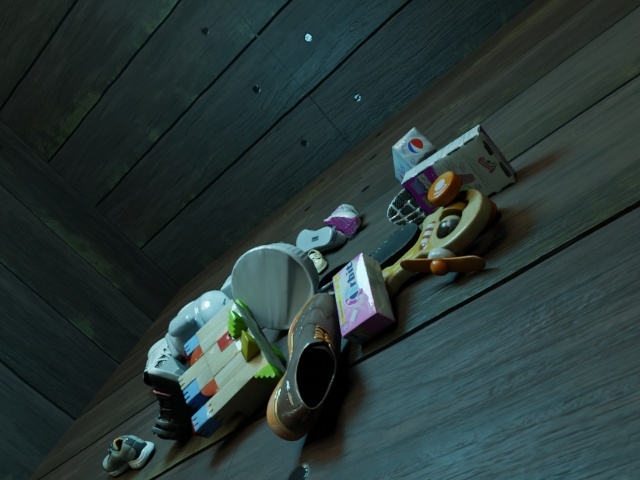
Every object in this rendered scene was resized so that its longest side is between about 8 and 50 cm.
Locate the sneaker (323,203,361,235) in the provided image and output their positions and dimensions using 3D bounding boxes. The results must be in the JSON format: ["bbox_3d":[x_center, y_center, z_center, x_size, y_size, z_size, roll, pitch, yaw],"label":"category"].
[{"bbox_3d":[0.098,-0.092,1.816,0.111,0.103,0.252,-47,15,-11],"label":"sneaker"}]

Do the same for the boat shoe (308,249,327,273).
[{"bbox_3d":[-0.019,0.075,1.727,0.063,0.059,0.170,-43,14,1],"label":"boat shoe"}]

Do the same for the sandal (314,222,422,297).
[{"bbox_3d":[0.086,0.098,1.263,0.446,0.107,0.167,-45,14,-9],"label":"sandal"}]

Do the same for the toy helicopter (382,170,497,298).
[{"bbox_3d":[0.245,0.031,1.070,0.355,0.140,0.234,-47,19,31],"label":"toy helicopter"}]

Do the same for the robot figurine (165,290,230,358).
[{"bbox_3d":[-0.450,0.331,1.852,0.354,0.199,0.300,-38,-20,19],"label":"robot figurine"}]

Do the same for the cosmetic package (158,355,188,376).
[{"bbox_3d":[-0.504,0.498,1.661,0.107,0.127,0.238,-48,16,-21],"label":"cosmetic package"}]

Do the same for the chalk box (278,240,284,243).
[{"bbox_3d":[-0.189,0.129,1.873,0.213,0.132,0.132,-40,13,41],"label":"chalk box"}]

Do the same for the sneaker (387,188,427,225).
[{"bbox_3d":[0.315,-0.138,1.425,0.279,0.107,0.118,-41,-5,-6],"label":"sneaker"}]

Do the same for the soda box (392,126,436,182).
[{"bbox_3d":[0.293,-0.239,1.473,0.091,0.098,0.286,-42,-16,2],"label":"soda box"}]

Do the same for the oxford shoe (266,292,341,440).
[{"bbox_3d":[0.000,0.235,1.005,0.132,0.130,0.363,-55,13,40],"label":"oxford shoe"}]

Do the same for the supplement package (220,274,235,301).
[{"bbox_3d":[-0.268,0.199,1.790,0.105,0.179,0.105,-37,15,23],"label":"supplement package"}]

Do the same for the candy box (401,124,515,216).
[{"bbox_3d":[0.349,-0.161,1.207,0.234,0.159,0.071,-32,19,35],"label":"candy box"}]

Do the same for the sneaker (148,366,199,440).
[{"bbox_3d":[-0.425,0.473,1.332,0.105,0.295,0.146,10,53,20],"label":"sneaker"}]

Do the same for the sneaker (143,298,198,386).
[{"bbox_3d":[-0.604,0.469,2.039,0.447,0.169,0.257,-47,21,14],"label":"sneaker"}]

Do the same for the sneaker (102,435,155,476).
[{"bbox_3d":[-0.637,0.680,1.523,0.272,0.108,0.100,-34,18,37],"label":"sneaker"}]

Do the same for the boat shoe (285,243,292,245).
[{"bbox_3d":[-0.188,0.066,2.160,0.258,0.095,0.095,-29,13,45],"label":"boat shoe"}]

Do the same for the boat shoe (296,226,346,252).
[{"bbox_3d":[0.000,0.000,1.835,0.268,0.088,0.096,-18,62,55],"label":"boat shoe"}]

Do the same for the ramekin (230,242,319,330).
[{"bbox_3d":[-0.127,0.132,1.466,0.273,0.272,0.127,-37,2,22],"label":"ramekin"}]

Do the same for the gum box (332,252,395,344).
[{"bbox_3d":[0.094,0.128,1.086,0.107,0.062,0.188,-42,36,29],"label":"gum box"}]

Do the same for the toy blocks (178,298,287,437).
[{"bbox_3d":[-0.257,0.344,1.263,0.261,0.190,0.381,-44,38,-1],"label":"toy blocks"}]
